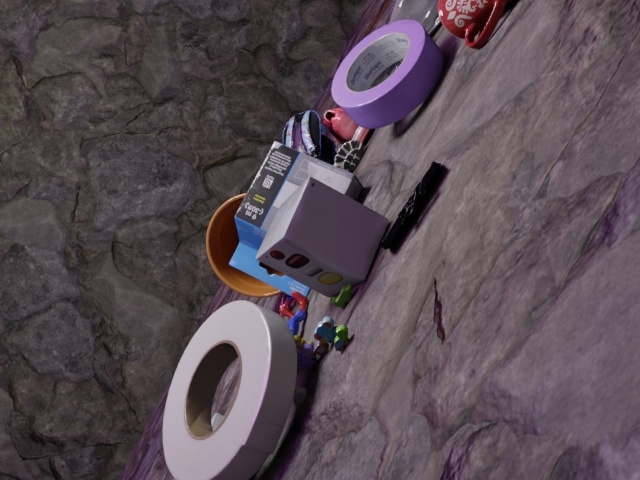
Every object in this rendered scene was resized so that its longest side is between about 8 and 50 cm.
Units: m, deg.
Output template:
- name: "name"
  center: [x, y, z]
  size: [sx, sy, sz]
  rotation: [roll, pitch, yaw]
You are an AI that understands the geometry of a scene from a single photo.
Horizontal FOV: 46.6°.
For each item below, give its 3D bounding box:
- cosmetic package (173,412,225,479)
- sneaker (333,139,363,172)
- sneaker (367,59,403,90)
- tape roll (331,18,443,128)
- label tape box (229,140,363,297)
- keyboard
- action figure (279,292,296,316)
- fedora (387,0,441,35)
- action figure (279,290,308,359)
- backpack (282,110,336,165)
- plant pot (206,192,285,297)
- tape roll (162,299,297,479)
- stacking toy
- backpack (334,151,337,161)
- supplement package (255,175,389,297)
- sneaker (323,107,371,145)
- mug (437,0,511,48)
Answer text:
- name: "cosmetic package"
  center: [-0.302, 0.553, 1.887]
  size: [0.239, 0.060, 0.099]
  rotation: [-54, 11, 31]
- name: "sneaker"
  center: [0.065, -0.220, 2.138]
  size: [0.169, 0.068, 0.071]
  rotation: [-57, 6, 23]
- name: "sneaker"
  center: [0.196, -0.434, 1.949]
  size: [0.152, 0.114, 0.305]
  rotation: [-47, 18, 54]
- name: "tape roll"
  center: [0.162, -0.409, 1.824]
  size: [0.275, 0.090, 0.274]
  rotation: [-27, 43, 27]
- name: "label tape box"
  center: [-0.077, -0.050, 1.871]
  size: [0.333, 0.241, 0.106]
  rotation: [-63, -20, -6]
- name: "keyboard"
  center: [0.176, -0.057, 1.384]
  size: [0.192, 0.038, 0.100]
  rotation: [-60, -12, 13]
- name: "action figure"
  center: [-0.079, 0.149, 1.946]
  size: [0.030, 0.038, 0.115]
  rotation: [104, -171, -64]
- name: "fedora"
  center: [0.280, -0.668, 2.120]
  size: [0.275, 0.124, 0.243]
  rotation: [-42, 23, 59]
- name: "action figure"
  center: [-0.105, 0.207, 1.696]
  size: [0.091, 0.139, 0.280]
  rotation: [-58, 14, 25]
- name: "backpack"
  center: [-0.035, -0.287, 2.189]
  size: [0.158, 0.117, 0.173]
  rotation: [-16, 66, 36]
- name: "plant pot"
  center: [-0.148, -0.003, 2.088]
  size: [0.290, 0.291, 0.203]
  rotation: [-58, -5, 16]
- name: "tape roll"
  center: [-0.193, 0.314, 1.518]
  size: [0.392, 0.072, 0.391]
  rotation: [-35, 41, 38]
- name: "stacking toy"
  center: [-0.008, 0.202, 1.478]
  size: [0.221, 0.052, 0.167]
  rotation: [-55, 13, 26]
- name: "backpack"
  center: [0.008, -0.246, 2.289]
  size: [0.101, 0.120, 0.098]
  rotation: [-60, -31, 0]
- name: "supplement package"
  center: [0.000, 0.000, 1.566]
  size: [0.149, 0.194, 0.203]
  rotation: [-67, 12, -22]
- name: "sneaker"
  center: [0.071, -0.361, 2.262]
  size: [0.115, 0.136, 0.314]
  rotation: [-60, 11, 2]
- name: "mug"
  center: [0.348, -0.496, 1.550]
  size: [0.113, 0.150, 0.169]
  rotation: [-26, -3, -30]
